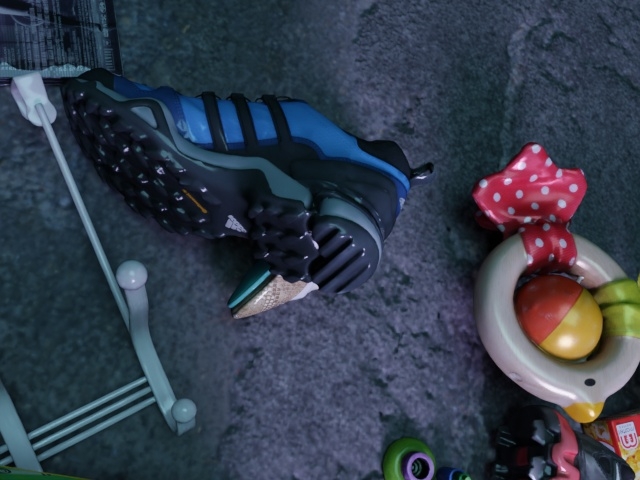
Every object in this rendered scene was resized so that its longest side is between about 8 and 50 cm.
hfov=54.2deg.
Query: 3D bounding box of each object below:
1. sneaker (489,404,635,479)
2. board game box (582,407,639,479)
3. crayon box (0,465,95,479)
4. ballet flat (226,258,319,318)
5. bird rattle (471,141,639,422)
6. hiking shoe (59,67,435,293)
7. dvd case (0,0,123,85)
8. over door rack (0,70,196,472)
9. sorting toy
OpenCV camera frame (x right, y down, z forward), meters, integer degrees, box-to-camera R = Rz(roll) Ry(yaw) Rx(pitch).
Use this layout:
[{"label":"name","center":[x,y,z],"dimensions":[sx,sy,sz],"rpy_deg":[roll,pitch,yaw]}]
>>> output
[{"label":"sneaker","center":[0.204,0.288,0.524],"dimensions":[0.135,0.097,0.276],"rpy_deg":[21,67,-9]},{"label":"board game box","center":[0.352,0.261,0.613],"dimensions":[0.146,0.045,0.194],"rpy_deg":[-6,76,-21]},{"label":"crayon box","center":[-0.195,0.221,0.350],"dimensions":[0.278,0.081,0.165],"rpy_deg":[24,83,-32]},{"label":"ballet flat","center":[0.000,0.000,0.561],"dimensions":[0.067,0.073,0.206],"rpy_deg":[43,68,-18]},{"label":"bird rattle","center":[0.230,0.044,0.580],"dimensions":[0.253,0.143,0.207],"rpy_deg":[45,61,-1]},{"label":"hiking shoe","center":[-0.070,-0.069,0.517],"dimensions":[0.304,0.113,0.132],"rpy_deg":[28,52,13]},{"label":"dvd case","center":[-0.297,-0.212,0.548],"dimensions":[0.221,0.018,0.165],"rpy_deg":[-6,77,-21]},{"label":"over door rack","center":[-0.256,0.037,0.431],"dimensions":[0.239,0.108,0.324],"rpy_deg":[-23,82,-28]},{"label":"sorting toy","center":[0.101,0.217,0.541],"dimensions":[0.061,0.042,0.102],"rpy_deg":[-26,83,-24]}]
